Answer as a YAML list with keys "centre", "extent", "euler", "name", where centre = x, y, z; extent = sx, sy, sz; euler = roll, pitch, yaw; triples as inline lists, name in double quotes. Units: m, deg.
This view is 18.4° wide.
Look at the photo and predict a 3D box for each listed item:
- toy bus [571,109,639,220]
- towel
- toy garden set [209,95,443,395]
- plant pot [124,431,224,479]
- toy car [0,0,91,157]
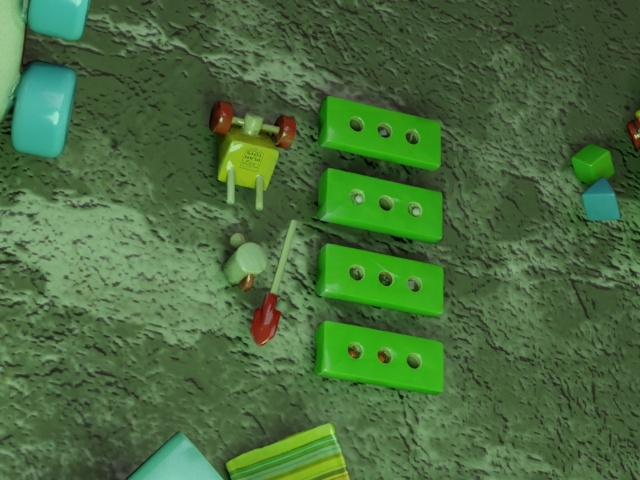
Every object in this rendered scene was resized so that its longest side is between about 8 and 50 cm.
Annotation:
- centre: [0.343, -0.054, 1.764]
  extent: [0.202, 0.191, 0.104]
  euler: [-48, 135, -32]
  name: "toy bus"
- centre: [0.000, 0.262, 1.473]
  extent: [0.021, 0.102, 0.237]
  euler: [7, 61, -55]
  name: "towel"
- centre: [0.000, 0.000, 1.620]
  extent: [0.204, 0.049, 0.244]
  euler: [11, 64, -22]
  name: "toy garden set"
- centre: [-0.146, 0.279, 1.365]
  extent: [0.234, 0.166, 0.165]
  euler: [-39, 87, -20]
  name: "plant pot"
- centre: [-0.281, -0.207, 1.532]
  extent: [0.219, 0.210, 0.238]
  euler: [12, 34, -5]
  name: "toy car"
